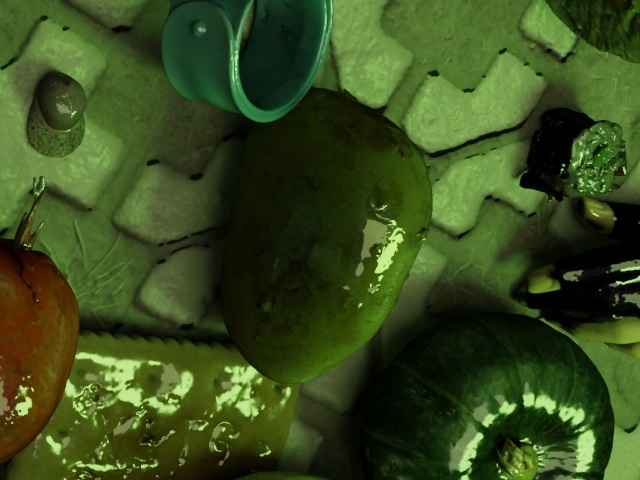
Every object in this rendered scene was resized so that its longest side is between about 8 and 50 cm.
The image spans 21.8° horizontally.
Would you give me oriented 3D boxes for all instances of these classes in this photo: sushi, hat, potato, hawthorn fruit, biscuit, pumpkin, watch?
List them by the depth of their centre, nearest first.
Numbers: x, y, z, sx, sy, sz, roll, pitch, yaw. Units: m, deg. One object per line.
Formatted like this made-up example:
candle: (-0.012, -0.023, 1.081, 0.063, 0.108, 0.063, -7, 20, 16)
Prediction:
hawthorn fruit: (-0.320, 0.077, 1.544, 0.211, 0.211, 0.299, 31, 78, -33)
watch: (-0.061, -0.220, 1.587, 0.211, 0.211, 0.193, -17, 126, -22)
hat: (-0.247, -0.117, 1.595, 0.058, 0.042, 0.087, -3, 110, -26)
potato: (0.000, 0.000, 1.682, 0.173, 0.210, 0.307, -27, 139, -65)
biscuit: (-0.168, 0.203, 1.735, 0.325, 0.044, 0.217, 10, 105, -38)
pumpkin: (0.193, 0.224, 1.856, 0.300, 0.207, 0.300, -5, 101, -27)
sushi: (0.285, -0.096, 1.859, 0.098, 0.084, 0.094, -7, 109, -29)

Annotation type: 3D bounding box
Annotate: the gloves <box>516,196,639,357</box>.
gloves: (0.373, 0.041, 1.934, 0.301, 0.152, 0.197, -6, 84, -11)

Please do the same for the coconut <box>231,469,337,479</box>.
coconut: (-0.028, 0.408, 1.747, 0.297, 0.254, 0.297, -11, 133, -12)

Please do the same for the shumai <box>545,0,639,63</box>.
shumai: (0.358, -0.322, 1.755, 0.218, 0.189, 0.256, -39, 82, -22)
